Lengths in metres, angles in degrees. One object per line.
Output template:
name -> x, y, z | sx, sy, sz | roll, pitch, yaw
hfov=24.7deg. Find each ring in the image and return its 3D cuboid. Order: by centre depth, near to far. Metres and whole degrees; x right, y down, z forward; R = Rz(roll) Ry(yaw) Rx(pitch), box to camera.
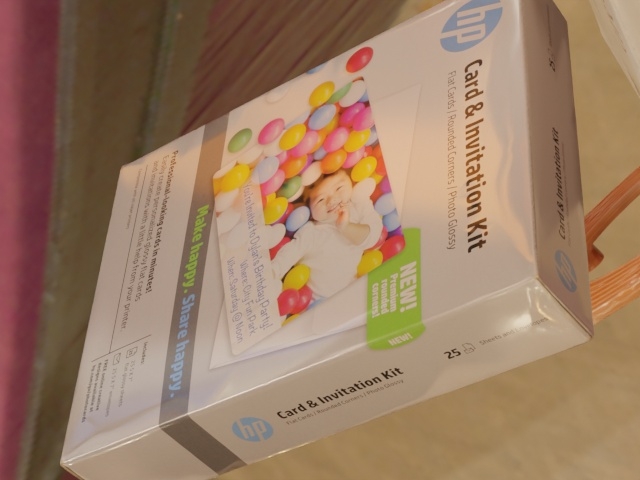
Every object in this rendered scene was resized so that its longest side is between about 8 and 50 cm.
ring -> 0.261, -0.031, 1.025 | 0.032, 0.336, 0.336 | 48, 153, -3

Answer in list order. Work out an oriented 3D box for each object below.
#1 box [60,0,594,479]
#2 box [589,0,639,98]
box -> 0.000, 0.000, 0.506 | 0.186, 0.145, 0.038 | -23, 132, 28
box -> 0.191, -0.152, 0.604 | 0.181, 0.182, 0.119 | 55, -167, -43
